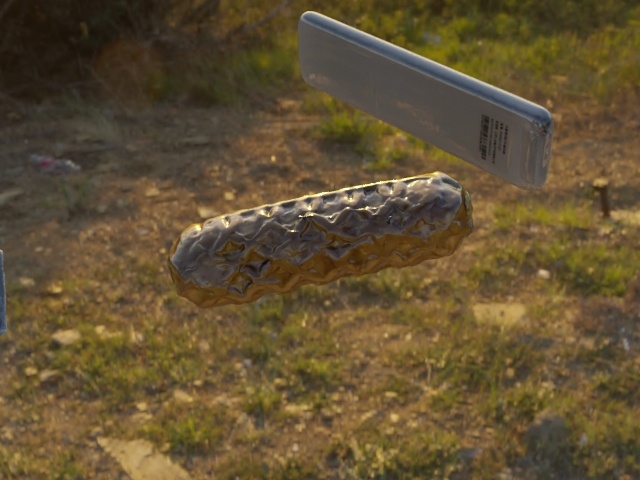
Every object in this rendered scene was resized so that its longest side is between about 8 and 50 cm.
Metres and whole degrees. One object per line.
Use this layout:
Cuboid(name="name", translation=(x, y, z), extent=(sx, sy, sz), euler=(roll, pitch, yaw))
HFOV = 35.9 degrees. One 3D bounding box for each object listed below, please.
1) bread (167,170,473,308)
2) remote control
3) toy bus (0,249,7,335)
Cuboid(name="bread", translation=(0.000, 0.000, 0.500), extent=(0.157, 0.044, 0.052), euler=(-12, 28, 3))
Cuboid(name="remote control", translation=(0.075, -0.115, 0.770), extent=(0.029, 0.067, 0.261), euler=(-29, 44, -31))
Cuboid(name="toy bus", translation=(-0.197, 0.044, 0.475), extent=(0.058, 0.102, 0.052), euler=(18, 48, -41))
